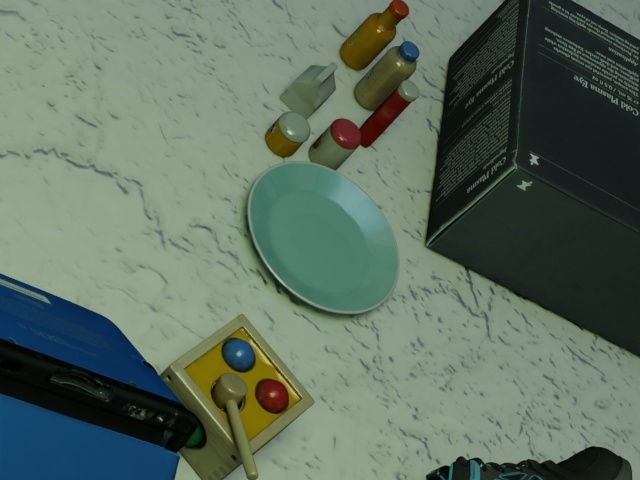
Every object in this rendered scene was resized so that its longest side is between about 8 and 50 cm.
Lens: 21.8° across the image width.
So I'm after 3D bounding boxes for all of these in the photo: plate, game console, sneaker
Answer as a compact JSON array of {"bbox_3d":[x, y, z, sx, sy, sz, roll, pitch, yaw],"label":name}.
[{"bbox_3d":[0.000,0.000,1.765,0.188,0.024,0.188,20,49,-24],"label":"plate"},{"bbox_3d":[-0.262,0.157,1.393,0.293,0.173,0.250,28,11,-48],"label":"game console"},{"bbox_3d":[0.184,0.260,1.644,0.340,0.125,0.140,-21,69,-46],"label":"sneaker"}]

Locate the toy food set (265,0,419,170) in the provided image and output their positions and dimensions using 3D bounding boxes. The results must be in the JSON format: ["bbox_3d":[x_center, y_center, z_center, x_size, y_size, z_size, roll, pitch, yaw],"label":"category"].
[{"bbox_3d":[0.040,-0.169,1.857,0.111,0.104,0.232,45,44,-1],"label":"toy food set"}]

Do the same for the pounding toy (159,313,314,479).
[{"bbox_3d":[-0.083,0.156,1.536,0.130,0.100,0.141,50,44,5],"label":"pounding toy"}]

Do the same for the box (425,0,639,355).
[{"bbox_3d":[0.320,-0.080,1.947,0.343,0.179,0.313,27,46,-18],"label":"box"}]
